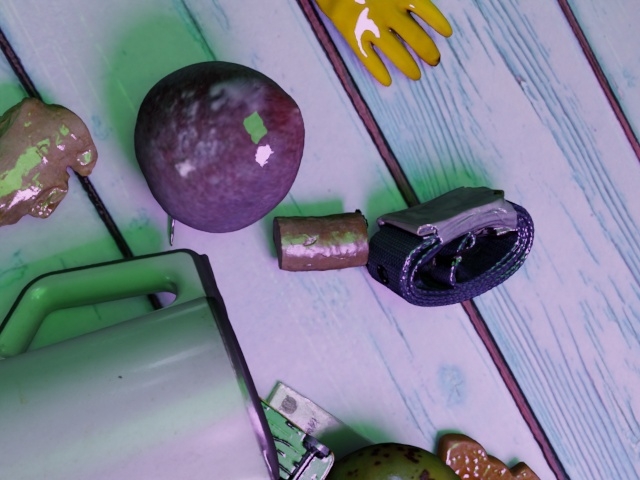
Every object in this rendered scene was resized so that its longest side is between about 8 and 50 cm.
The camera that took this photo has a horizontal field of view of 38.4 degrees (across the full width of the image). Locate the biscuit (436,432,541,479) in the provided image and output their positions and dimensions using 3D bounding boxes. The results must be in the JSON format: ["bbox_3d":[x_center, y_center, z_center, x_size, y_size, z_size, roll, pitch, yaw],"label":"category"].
[{"bbox_3d":[0.199,0.430,1.307,0.301,0.043,0.278,-35,97,-16],"label":"biscuit"}]

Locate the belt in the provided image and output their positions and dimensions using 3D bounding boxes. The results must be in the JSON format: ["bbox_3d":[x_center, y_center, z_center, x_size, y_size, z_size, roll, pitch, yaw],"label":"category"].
[{"bbox_3d":[0.177,0.003,1.292,0.230,0.126,0.140,-21,117,-21],"label":"belt"}]

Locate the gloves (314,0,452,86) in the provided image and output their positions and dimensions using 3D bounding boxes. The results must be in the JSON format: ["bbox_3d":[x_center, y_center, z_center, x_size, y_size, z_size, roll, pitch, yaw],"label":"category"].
[{"bbox_3d":[0.063,-0.339,1.300,0.294,0.116,0.133,41,102,-22],"label":"gloves"}]

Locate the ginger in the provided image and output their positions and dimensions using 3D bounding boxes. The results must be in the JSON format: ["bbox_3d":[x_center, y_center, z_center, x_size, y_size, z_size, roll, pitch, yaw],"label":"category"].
[{"bbox_3d":[-0.380,-0.080,1.121,0.213,0.074,0.137,-41,90,-22],"label":"ginger"}]

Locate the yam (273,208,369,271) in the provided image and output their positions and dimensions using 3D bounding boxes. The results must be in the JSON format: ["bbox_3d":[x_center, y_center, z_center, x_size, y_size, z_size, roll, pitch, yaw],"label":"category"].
[{"bbox_3d":[0.000,0.002,1.251,0.127,0.084,0.084,-5,88,-15],"label":"yam"}]

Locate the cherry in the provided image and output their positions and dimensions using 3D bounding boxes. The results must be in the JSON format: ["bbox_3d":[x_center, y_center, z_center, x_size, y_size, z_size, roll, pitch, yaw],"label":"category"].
[{"bbox_3d":[-0.130,-0.117,1.150,0.213,0.266,0.183,58,35,-9],"label":"cherry"}]

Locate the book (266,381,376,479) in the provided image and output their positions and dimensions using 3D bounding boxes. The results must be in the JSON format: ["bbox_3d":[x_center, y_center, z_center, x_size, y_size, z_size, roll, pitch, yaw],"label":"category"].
[{"bbox_3d":[-0.016,0.293,1.256,0.181,0.014,0.127,36,75,-14],"label":"book"}]

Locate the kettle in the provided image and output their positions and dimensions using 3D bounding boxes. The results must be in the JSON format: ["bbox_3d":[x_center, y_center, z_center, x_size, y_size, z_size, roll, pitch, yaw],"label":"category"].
[{"bbox_3d":[-0.269,0.184,1.045,0.376,0.250,0.361,-19,50,-8],"label":"kettle"}]

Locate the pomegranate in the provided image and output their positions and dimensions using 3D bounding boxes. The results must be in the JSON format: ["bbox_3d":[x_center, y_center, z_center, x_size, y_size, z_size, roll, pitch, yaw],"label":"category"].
[{"bbox_3d":[0.095,0.375,1.165,0.202,0.202,0.248,22,45,-17],"label":"pomegranate"}]

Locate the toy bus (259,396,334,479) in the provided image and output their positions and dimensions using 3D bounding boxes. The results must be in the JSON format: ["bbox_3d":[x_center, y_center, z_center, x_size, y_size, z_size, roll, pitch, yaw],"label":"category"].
[{"bbox_3d":[-0.080,0.251,1.184,0.194,0.088,0.083,38,77,-2],"label":"toy bus"}]
